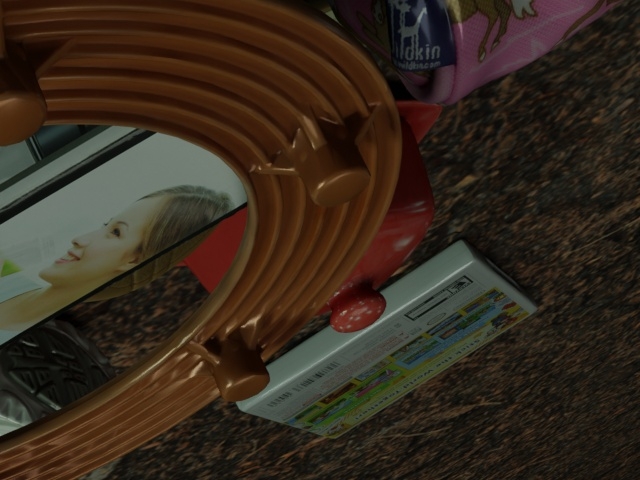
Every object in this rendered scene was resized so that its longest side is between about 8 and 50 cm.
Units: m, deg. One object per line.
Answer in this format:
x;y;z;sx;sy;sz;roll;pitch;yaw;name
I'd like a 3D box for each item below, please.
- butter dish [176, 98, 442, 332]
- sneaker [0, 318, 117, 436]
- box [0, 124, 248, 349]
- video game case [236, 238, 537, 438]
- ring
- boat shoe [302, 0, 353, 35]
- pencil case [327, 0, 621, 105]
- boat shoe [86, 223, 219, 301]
0.000;0.000;0.846;0.160;0.118;0.160;-4;146;-44;butter dish
-0.225;0.100;0.866;0.232;0.090;0.115;11;142;-44;sneaker
-0.152;-0.045;0.527;0.290;0.169;0.087;-29;155;5;box
0.060;0.090;1.220;0.227;0.026;0.206;-34;156;11;video game case
-0.120;0.037;0.479;0.336;0.032;0.336;-21;154;-11;ring
-0.063;-0.084;0.652;0.223;0.080;0.073;-26;152;-17;boat shoe
0.165;-0.202;0.561;0.386;0.160;0.167;-28;-159;-5;pencil case
-0.148;-0.020;0.684;0.277;0.096;0.098;-24;136;-44;boat shoe
